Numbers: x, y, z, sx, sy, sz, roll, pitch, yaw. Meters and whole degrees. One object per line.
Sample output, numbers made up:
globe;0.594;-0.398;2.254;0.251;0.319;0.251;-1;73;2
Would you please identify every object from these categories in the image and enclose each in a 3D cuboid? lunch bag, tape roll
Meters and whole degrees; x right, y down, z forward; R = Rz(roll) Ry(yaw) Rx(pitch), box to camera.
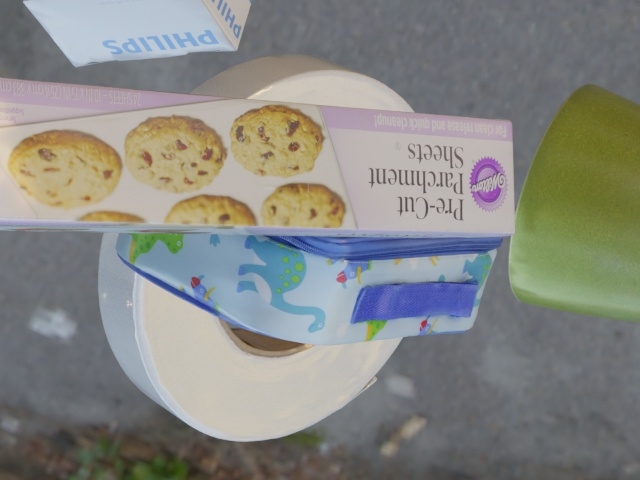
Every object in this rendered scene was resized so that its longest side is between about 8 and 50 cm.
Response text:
lunch bag;0.000;0.000;1.118;0.176;0.219;0.090;28;108;35
tape roll;-0.041;0.010;1.780;0.072;0.392;0.392;27;155;44

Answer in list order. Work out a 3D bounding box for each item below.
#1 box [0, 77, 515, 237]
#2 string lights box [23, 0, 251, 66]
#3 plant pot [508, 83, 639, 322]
box;-0.038;-0.035;0.866;0.324;0.067;0.063;2;177;-41
string lights box;-0.098;-0.248;1.256;0.133;0.259;0.077;-3;145;26
plant pot;0.409;-0.011;2.083;0.294;0.275;0.274;20;146;24
